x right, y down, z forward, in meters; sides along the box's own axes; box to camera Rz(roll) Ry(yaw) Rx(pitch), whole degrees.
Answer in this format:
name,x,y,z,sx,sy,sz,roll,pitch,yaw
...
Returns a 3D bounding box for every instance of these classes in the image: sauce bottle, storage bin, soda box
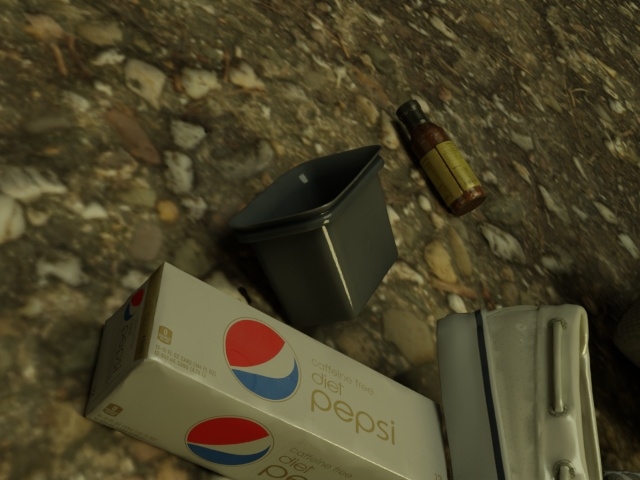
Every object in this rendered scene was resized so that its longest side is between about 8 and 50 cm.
name,x,y,z,sx,sy,sz,roll,pitch,yaw
sauce bottle,0.120,-0.086,0.944,0.042,0.042,0.128,-4,60,-51
storage bin,0.000,0.000,0.685,0.135,0.098,0.091,-48,122,-58
soda box,-0.025,0.101,0.557,0.216,0.069,0.074,30,37,-25

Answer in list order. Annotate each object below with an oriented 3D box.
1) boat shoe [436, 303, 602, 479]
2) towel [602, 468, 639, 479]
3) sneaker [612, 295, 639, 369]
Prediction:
name,x,y,z,sx,sy,sz,roll,pitch,yaw
boat shoe,0.171,0.194,0.563,0.136,0.156,0.367,63,18,-46
towel,0.301,0.301,0.637,0.235,0.121,0.284,12,45,-25
sneaker,0.446,0.091,1.050,0.150,0.135,0.366,50,34,9
